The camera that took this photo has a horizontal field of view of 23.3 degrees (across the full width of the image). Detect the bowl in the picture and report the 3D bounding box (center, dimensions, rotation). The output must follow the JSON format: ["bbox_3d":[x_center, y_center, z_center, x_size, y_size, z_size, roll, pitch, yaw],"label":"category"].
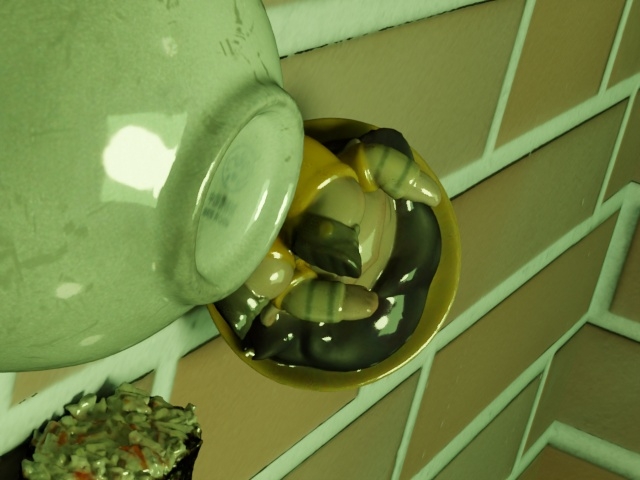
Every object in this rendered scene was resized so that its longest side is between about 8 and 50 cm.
[{"bbox_3d":[-0.097,-0.046,0.795,0.313,0.146,0.313,-52,153,-40],"label":"bowl"}]

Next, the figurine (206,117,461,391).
[{"bbox_3d":[-0.003,-0.003,1.047,0.192,0.167,0.257,-47,159,-3],"label":"figurine"}]

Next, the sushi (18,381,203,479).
[{"bbox_3d":[-0.134,0.151,0.982,0.150,0.090,0.078,-37,147,-58],"label":"sushi"}]
